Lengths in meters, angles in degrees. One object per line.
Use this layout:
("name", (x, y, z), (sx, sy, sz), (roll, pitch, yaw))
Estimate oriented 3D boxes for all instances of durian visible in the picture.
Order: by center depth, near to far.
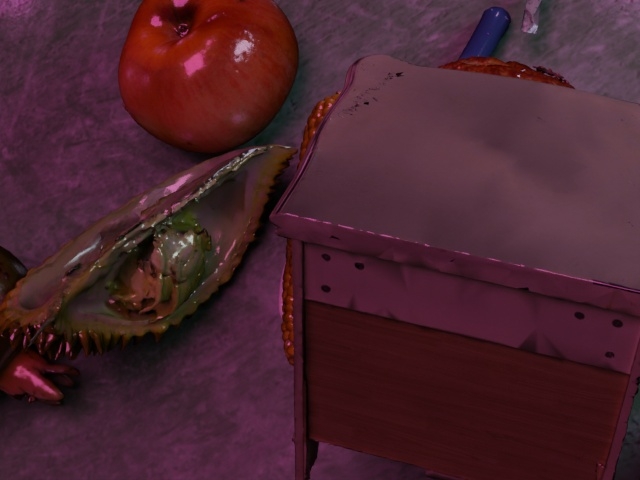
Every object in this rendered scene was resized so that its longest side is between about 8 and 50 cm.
("durian", (-0.192, 0.007, 1.254), (0.157, 0.169, 0.355), (42, 60, 16))

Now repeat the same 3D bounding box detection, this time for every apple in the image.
("apple", (-0.128, -0.198, 1.333), (0.209, 0.164, 0.209), (-8, 66, 18))

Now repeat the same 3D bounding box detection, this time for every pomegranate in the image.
("pomegranate", (-0.378, 0.093, 1.298), (0.246, 0.198, 0.198), (22, 79, 21))

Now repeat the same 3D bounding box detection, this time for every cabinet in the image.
("cabinet", (0.135, 0.056, 0.986), (0.290, 0.318, 0.227), (12, 43, 13))

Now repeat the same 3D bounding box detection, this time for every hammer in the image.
("hammer", (0.155, -0.173, 1.277), (0.116, 0.069, 0.194), (32, 66, -3))

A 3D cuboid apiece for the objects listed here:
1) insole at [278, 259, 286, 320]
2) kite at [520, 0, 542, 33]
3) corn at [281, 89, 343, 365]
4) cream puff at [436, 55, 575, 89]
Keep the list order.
("insole", (0.000, 0.000, 1.304), (0.065, 0.004, 0.197), (12, 75, 23))
("kite", (0.249, -0.328, 1.315), (0.229, 0.012, 0.250), (15, 64, 12))
("corn", (0.015, -0.016, 1.248), (0.101, 0.101, 0.310), (3, 77, 20))
("cream puff", (0.161, -0.054, 1.153), (0.240, 0.240, 0.164), (-10, 26, 16))
